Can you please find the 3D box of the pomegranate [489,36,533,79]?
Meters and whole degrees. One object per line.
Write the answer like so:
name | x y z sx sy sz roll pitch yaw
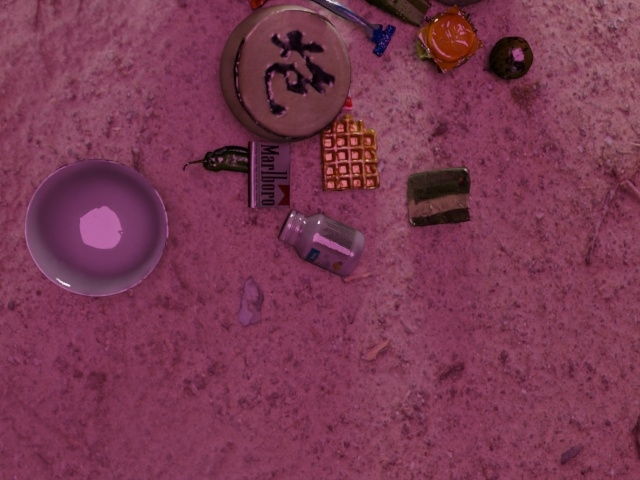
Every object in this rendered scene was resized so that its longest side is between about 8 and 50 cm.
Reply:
pomegranate | 0.546 -0.522 1.986 0.161 0.122 0.122 -40 99 -44

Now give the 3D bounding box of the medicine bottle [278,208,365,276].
medicine bottle | 0.000 0.000 1.895 0.215 0.135 0.135 24 88 -9

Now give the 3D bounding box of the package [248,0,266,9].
package | -0.152 -0.679 1.903 0.110 0.033 0.077 -24 105 -3

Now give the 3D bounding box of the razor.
razor | 0.054 -0.631 1.927 0.324 0.056 0.093 30 89 -8

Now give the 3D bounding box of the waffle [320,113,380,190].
waffle | 0.081 -0.244 1.942 0.160 0.055 0.211 -2 91 -8

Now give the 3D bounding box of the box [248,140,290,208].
box | -0.136 -0.174 1.871 0.115 0.036 0.178 -1 92 -25

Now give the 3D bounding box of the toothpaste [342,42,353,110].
toothpaste | 0.060 -0.456 1.946 0.048 0.031 0.191 -6 95 -12

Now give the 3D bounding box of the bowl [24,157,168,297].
bowl | -0.561 -0.032 1.798 0.345 0.157 0.346 0 91 -9

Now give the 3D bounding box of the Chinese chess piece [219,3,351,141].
Chinese chess piece | -0.086 -0.430 1.822 0.349 0.146 0.350 -6 104 -23

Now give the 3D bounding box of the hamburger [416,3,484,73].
hamburger | 0.351 -0.554 1.954 0.189 0.093 0.164 -24 93 -9

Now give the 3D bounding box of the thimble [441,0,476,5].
thimble | 0.403 -0.803 1.905 0.291 0.195 0.292 0 91 -13

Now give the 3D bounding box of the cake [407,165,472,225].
cake | 0.317 -0.113 1.879 0.172 0.283 0.158 -6 92 8

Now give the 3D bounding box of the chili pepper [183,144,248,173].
chili pepper | -0.228 -0.192 1.883 0.278 0.065 0.122 18 71 -21

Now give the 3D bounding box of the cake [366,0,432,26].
cake | 0.202 -0.682 1.926 0.235 0.099 0.100 26 90 -10
